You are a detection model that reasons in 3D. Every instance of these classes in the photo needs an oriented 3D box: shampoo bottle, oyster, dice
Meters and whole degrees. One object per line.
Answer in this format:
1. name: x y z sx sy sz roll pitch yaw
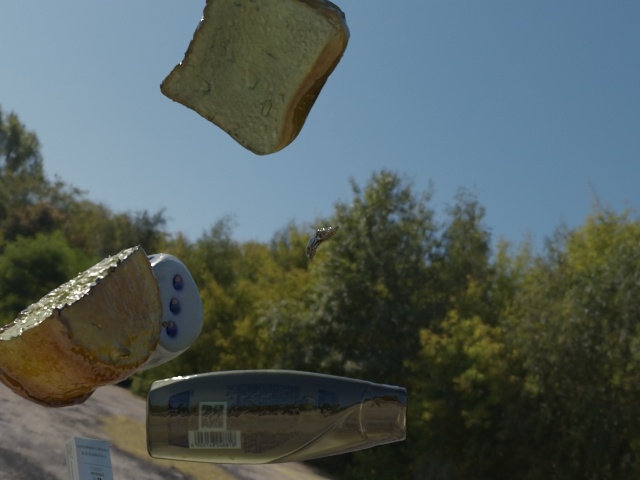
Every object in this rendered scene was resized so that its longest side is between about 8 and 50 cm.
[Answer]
1. shampoo bottle: -0.056 0.237 1.061 0.349 0.126 0.084 -3 -9 4
2. oyster: 0.001 -0.002 1.512 0.034 0.093 0.051 40 14 -14
3. dice: -0.365 0.146 1.590 0.194 0.192 0.193 -13 13 31

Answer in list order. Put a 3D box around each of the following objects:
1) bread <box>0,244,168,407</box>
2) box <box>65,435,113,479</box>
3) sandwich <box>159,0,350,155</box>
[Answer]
1. bread: -0.372 0.153 1.283 0.194 0.179 0.340 -25 12 22
2. box: -0.452 0.466 1.543 0.040 0.154 0.084 -39 -41 22
3. sandwich: -0.097 -0.271 1.157 0.226 0.251 0.087 33 26 4
